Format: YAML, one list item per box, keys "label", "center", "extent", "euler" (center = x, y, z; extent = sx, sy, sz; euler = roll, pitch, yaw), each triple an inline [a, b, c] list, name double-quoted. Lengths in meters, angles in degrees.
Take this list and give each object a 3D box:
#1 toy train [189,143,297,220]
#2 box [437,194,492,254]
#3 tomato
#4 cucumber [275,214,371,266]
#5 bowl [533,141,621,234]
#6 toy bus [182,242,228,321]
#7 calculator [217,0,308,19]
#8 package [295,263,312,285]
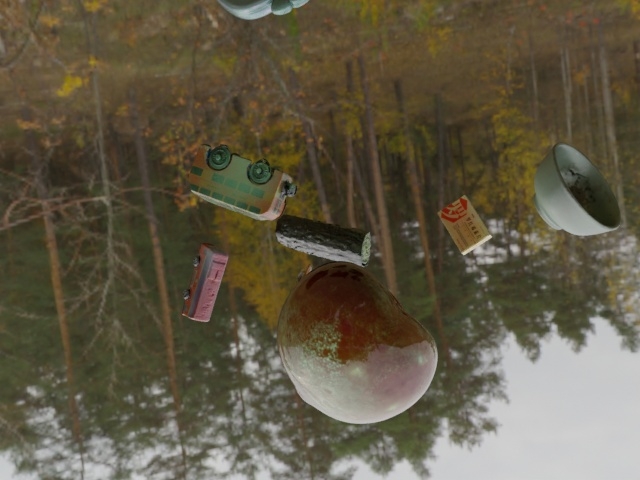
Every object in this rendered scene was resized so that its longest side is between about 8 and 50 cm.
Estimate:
- label: "toy train"
  center: [-0.135, -0.099, 1.235]
  extent: [0.188, 0.099, 0.072]
  euler: [21, 176, 16]
- label: "box"
  center: [0.245, -0.027, 1.227]
  extent: [0.058, 0.093, 0.015]
  euler: [-34, 147, 13]
- label: "tomato"
  center: [0.045, 0.169, 1.152]
  extent: [0.223, 0.270, 0.270]
  euler: [-47, -174, 1]
- label: "cucumber"
  center: [-0.001, 0.003, 1.503]
  extent: [0.211, 0.078, 0.062]
  euler: [11, -155, 23]
- label: "bowl"
  center: [0.703, -0.122, 2.046]
  extent: [0.289, 0.289, 0.146]
  euler: [-14, 161, -49]
- label: "toy bus"
  center: [-0.288, 0.106, 1.804]
  extent: [0.065, 0.192, 0.077]
  euler: [14, -176, -42]
- label: "calculator"
  center: [-0.108, -0.481, 1.294]
  extent: [0.185, 0.041, 0.299]
  euler: [-37, -127, -4]
- label: "package"
  center: [-0.056, 0.130, 2.186]
  extent: [0.031, 0.108, 0.121]
  euler: [21, 167, -6]
